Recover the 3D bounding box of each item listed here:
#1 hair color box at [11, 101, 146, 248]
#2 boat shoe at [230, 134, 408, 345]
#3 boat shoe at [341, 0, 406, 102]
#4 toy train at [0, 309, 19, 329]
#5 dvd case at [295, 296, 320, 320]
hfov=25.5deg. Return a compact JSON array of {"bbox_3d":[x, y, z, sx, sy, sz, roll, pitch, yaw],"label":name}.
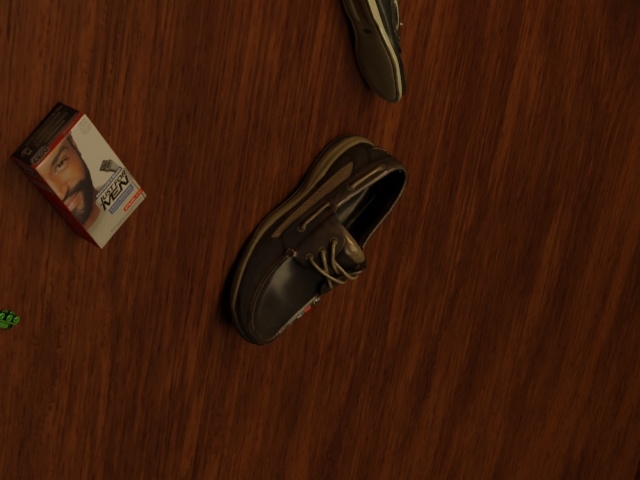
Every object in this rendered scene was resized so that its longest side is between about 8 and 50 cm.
[{"bbox_3d":[-0.291,-0.077,1.719,0.093,0.053,0.167,-52,140,-16],"label":"hair color box"},{"bbox_3d":[0.000,0.000,2.046,0.355,0.130,0.132,-58,135,-13],"label":"boat shoe"},{"bbox_3d":[0.093,-0.301,2.037,0.079,0.084,0.233,-41,134,-28],"label":"boat shoe"},{"bbox_3d":[-0.399,0.093,1.713,0.083,0.017,0.024,23,101,-54],"label":"toy train"},{"bbox_3d":[-0.049,0.089,2.143,0.119,0.013,0.087,-40,136,-31],"label":"dvd case"}]
